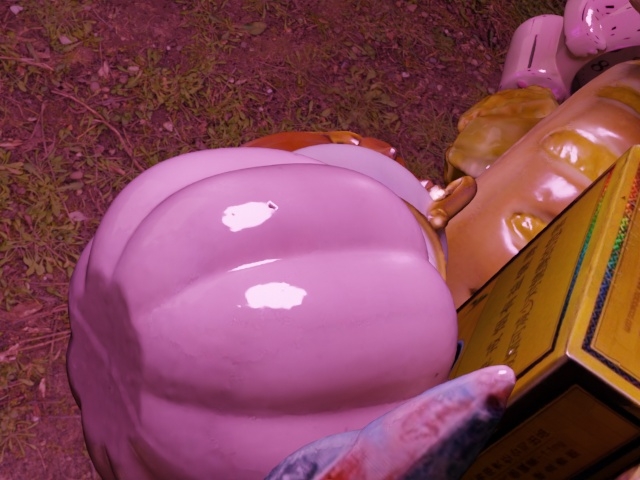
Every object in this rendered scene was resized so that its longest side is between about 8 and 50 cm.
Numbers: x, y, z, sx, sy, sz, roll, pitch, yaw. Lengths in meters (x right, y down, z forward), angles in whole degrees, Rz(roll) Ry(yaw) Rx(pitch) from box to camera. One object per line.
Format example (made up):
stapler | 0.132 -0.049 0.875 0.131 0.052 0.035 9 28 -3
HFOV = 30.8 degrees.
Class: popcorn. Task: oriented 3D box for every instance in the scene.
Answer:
popcorn | 0.254 -0.044 1.173 0.276 0.276 0.225 -41 -26 -14

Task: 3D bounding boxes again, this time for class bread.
bread | 0.178 0.009 0.891 0.333 0.160 0.333 -44 -7 -7

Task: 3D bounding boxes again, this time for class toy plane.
toy plane | -0.034 0.159 0.413 0.326 0.104 0.223 -42 -6 26

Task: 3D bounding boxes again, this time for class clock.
clock | 0.375 -0.182 1.229 0.309 0.284 0.114 -32 33 57

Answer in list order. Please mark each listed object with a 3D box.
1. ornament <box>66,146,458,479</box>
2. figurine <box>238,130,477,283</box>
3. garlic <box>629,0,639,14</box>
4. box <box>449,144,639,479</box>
ornament | -0.022 0.046 0.514 0.177 0.177 0.177 -42 -8 -7
figurine | 0.000 0.000 0.744 0.190 0.142 0.263 -21 12 -5
garlic | 0.337 -0.203 0.727 0.313 0.249 0.286 -38 14 -10
box | 0.094 0.071 0.562 0.220 0.064 0.141 -53 6 48
